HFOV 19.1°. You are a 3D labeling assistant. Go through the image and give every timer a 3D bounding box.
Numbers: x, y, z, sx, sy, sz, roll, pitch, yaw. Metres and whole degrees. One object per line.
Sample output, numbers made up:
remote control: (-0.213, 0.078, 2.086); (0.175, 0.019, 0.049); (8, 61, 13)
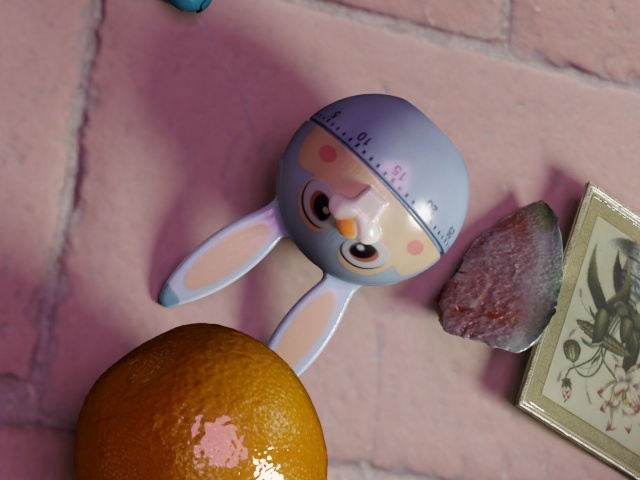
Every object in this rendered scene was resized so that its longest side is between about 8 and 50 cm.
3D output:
timer: (0.012, -0.010, 1.541); (0.175, 0.175, 0.255); (47, 63, -5)

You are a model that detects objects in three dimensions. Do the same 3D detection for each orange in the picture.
orange: (-0.088, 0.164, 1.425); (0.206, 0.206, 0.206); (7, 72, -23)

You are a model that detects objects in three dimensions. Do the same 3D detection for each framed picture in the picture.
framed picture: (0.269, 0.085, 1.700); (0.173, 0.010, 0.231); (31, 64, -23)

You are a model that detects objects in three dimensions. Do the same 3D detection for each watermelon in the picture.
watermelon: (0.163, 0.039, 1.649); (0.094, 0.081, 0.180); (33, 47, 5)

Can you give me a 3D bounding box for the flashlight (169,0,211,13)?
flashlight: (-0.148, -0.230, 1.595); (0.129, 0.051, 0.051); (19, 68, -15)
